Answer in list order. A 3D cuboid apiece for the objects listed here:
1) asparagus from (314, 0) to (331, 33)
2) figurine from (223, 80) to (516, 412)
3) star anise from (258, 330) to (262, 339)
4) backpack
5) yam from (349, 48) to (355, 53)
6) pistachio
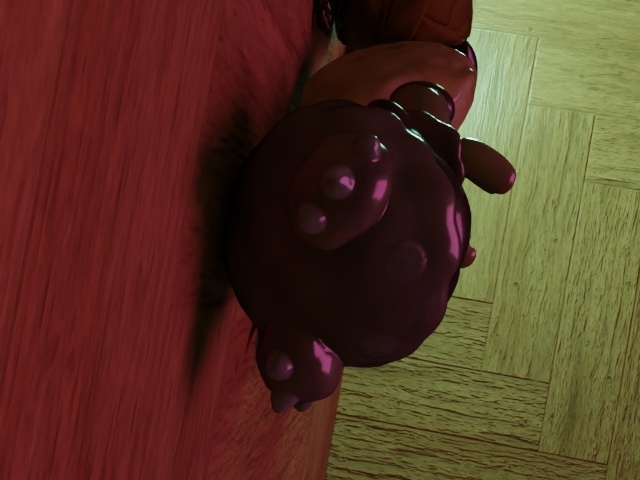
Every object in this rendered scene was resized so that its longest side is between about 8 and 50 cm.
[{"bbox_3d":[0.007,-0.317,0.943,0.248,0.024,0.025,95,14,-55],"label":"asparagus"},{"bbox_3d":[0.048,-0.033,0.791,0.380,0.203,0.248,-46,158,-55],"label":"figurine"},{"bbox_3d":[-0.033,0.055,1.015,0.195,0.065,0.182,98,9,-64],"label":"star anise"},{"bbox_3d":[0.121,-0.378,1.115,0.378,0.201,0.354,-56,154,-76],"label":"backpack"},{"bbox_3d":[0.063,-0.248,1.396,0.357,0.081,0.081,-75,173,-50],"label":"yam"},{"bbox_3d":[0.076,-0.149,1.036,0.229,0.157,0.157,-29,147,-24],"label":"pistachio"}]
